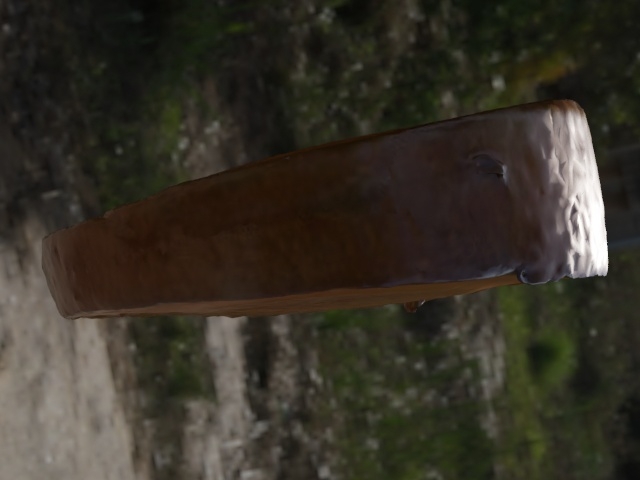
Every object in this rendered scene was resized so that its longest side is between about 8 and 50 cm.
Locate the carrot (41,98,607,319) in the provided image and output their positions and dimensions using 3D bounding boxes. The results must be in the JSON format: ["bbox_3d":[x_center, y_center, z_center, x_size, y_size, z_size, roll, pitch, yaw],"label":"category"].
[{"bbox_3d":[0.000,0.000,0.846,0.258,0.307,0.100,29,49,-83],"label":"carrot"}]
